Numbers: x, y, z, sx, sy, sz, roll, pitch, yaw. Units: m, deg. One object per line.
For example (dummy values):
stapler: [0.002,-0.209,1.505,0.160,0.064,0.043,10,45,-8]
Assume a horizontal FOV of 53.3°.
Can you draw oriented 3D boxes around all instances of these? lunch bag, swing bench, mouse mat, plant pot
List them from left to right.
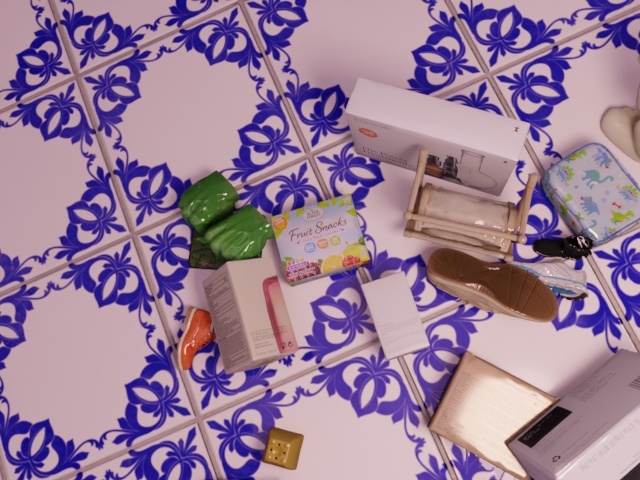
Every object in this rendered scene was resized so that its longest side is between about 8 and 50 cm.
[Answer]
mouse mat: [-0.237,0.002,1.614,0.190,0.007,0.152,4,78,7]
plant pot: [-0.090,0.475,1.446,0.081,0.083,0.081,12,80,10]
swing bench: [0.323,-0.061,1.423,0.253,0.254,0.165,13,76,11]
lunch bag: [0.638,-0.106,1.479,0.176,0.090,0.219,-33,75,0]

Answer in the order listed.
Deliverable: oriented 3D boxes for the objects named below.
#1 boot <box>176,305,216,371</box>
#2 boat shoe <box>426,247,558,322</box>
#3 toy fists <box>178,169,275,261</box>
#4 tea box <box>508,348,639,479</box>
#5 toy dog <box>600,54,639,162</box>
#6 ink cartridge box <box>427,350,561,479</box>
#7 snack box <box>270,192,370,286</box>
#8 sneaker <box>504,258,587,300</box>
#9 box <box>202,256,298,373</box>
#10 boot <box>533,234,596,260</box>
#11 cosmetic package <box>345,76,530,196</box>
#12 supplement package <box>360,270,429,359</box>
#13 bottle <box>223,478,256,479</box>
boot: [-0.296,0.244,1.542,0.085,0.059,0.158,12,78,5]
boat shoe: [0.388,0.112,1.461,0.302,0.098,0.109,21,65,14]
toy fists: [-0.240,-0.048,1.560,0.142,0.096,0.279,-36,61,-16]
tea box: [0.619,0.449,1.244,0.329,0.220,0.323,-38,93,-6]
toy dog: [0.825,-0.276,1.329,0.284,0.408,0.395,-24,75,2]
ink cartridge box: [0.381,0.384,1.402,0.235,0.088,0.193,27,81,12]
snack box: [0.000,0.000,1.549,0.207,0.070,0.174,-16,76,3]
sneaker: [0.521,0.075,1.475,0.191,0.071,0.083,17,57,13]
box: [-0.165,0.172,1.473,0.127,0.148,0.232,-6,72,-37]
boot: [0.557,0.013,1.457,0.121,0.099,0.045,13,78,10]
cosmetic package: [0.258,-0.229,1.458,0.377,0.284,0.097,18,80,12]
supplement package: [0.172,0.175,1.468,0.105,0.105,0.179,-18,76,4]
bottle: [-0.208,0.594,1.418,0.283,0.118,0.092,-11,120,5]
